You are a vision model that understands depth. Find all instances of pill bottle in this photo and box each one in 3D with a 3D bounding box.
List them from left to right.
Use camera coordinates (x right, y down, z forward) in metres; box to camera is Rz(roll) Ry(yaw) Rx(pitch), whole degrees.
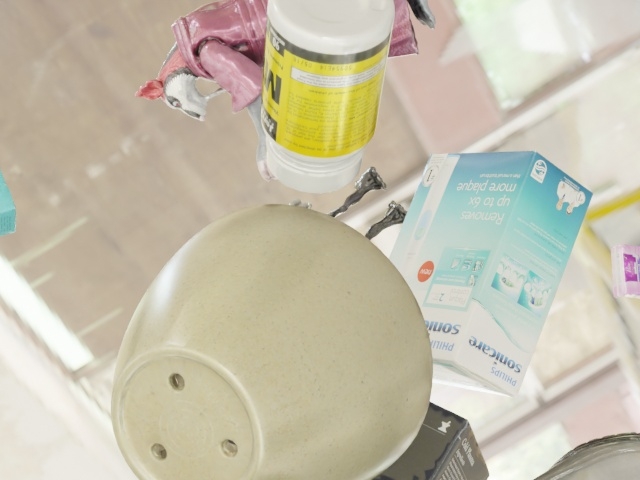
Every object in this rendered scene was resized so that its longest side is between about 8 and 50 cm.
[{"bbox_3d":[0.002,-0.151,1.304,0.209,0.119,0.119,97,150,-48],"label":"pill bottle"}]

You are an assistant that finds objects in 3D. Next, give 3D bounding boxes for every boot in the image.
[{"bbox_3d":[0.210,0.324,1.392,0.118,0.338,0.222,59,-150,1],"label":"boot"}]

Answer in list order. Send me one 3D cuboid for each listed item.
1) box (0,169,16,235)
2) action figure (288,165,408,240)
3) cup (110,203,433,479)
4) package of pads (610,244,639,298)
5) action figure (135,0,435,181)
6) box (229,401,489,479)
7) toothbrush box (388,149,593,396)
[{"bbox_3d":[-0.507,-0.032,1.658,0.101,0.244,0.060,63,156,23],"label":"box"},{"bbox_3d":[0.000,0.000,2.125,0.164,0.275,0.141,55,178,-5],"label":"action figure"},{"bbox_3d":[-0.081,0.149,1.379,0.331,0.331,0.237,59,-150,1],"label":"cup"},{"bbox_3d":[0.485,0.050,2.125,0.032,0.050,0.083,-19,70,58],"label":"package of pads"},{"bbox_3d":[-0.060,-0.262,1.624,0.248,0.370,0.276,-120,7,-51],"label":"action figure"},{"bbox_3d":[-0.007,0.330,1.778,0.343,0.312,0.179,24,158,29],"label":"box"},{"bbox_3d":[0.199,0.040,1.775,0.126,0.296,0.216,30,166,-31],"label":"toothbrush box"}]
